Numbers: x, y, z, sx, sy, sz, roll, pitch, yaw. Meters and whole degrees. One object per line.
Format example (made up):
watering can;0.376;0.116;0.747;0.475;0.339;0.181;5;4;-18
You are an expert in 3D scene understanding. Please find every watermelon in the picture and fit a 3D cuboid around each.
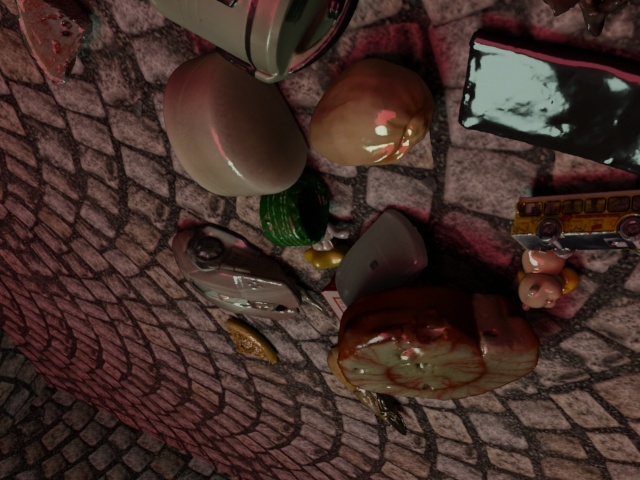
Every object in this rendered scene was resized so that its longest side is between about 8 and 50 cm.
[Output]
watermelon;-0.452;-0.372;1.092;0.139;0.071;0.187;8;129;21

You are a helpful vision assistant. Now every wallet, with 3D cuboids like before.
wallet;0.314;-0.163;0.757;0.286;0.030;0.146;20;139;18

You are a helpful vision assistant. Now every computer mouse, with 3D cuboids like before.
computer mouse;0.111;0.047;1.101;0.231;0.079;0.127;-48;61;41
computer mouse;-0.179;0.099;1.380;0.389;0.114;0.199;25;147;14

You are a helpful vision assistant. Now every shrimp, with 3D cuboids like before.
shrimp;0.140;0.354;1.478;0.296;0.058;0.169;45;141;-10

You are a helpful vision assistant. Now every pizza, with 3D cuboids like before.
pizza;-0.196;0.273;1.654;0.178;0.041;0.131;48;144;-18

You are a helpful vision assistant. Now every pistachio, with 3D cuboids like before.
pistachio;0.071;-0.177;0.869;0.201;0.117;0.145;-8;89;52

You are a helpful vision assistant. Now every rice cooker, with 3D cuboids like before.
rice cooker;-0.072;-0.316;0.718;0.244;0.226;0.226;30;144;4

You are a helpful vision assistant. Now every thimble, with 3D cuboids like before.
thimble;-0.044;-0.051;1.086;0.090;0.118;0.130;-4;111;37

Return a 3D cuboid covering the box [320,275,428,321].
box;0.119;0.127;1.228;0.230;0.050;0.122;-3;130;40

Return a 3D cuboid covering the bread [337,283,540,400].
bread;0.192;0.188;1.079;0.328;0.114;0.295;6;148;-7

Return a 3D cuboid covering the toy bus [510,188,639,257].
toy bus;0.373;-0.023;0.818;0.226;0.074;0.081;-2;160;41

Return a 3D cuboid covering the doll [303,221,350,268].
doll;-0.006;0.000;1.172;0.135;0.071;0.113;24;136;22

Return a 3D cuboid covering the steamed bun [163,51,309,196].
steamed bun;-0.143;-0.173;0.989;0.146;0.164;0.241;-1;132;41

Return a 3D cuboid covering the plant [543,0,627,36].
plant;0.265;-0.291;0.559;0.142;0.131;0.203;37;135;-6

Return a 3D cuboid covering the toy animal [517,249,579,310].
toy animal;0.347;0.064;0.949;0.092;0.082;0.114;17;140;20
